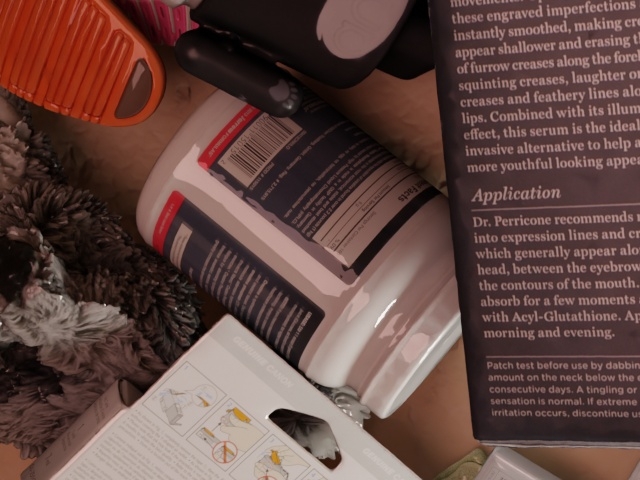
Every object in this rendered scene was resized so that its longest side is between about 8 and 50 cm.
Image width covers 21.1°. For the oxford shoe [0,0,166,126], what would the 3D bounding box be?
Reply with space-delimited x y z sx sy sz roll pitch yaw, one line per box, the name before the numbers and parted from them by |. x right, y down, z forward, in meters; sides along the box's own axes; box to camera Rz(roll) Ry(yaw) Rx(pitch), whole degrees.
oxford shoe | -0.264 -0.226 1.522 0.364 0.133 0.130 37 114 15

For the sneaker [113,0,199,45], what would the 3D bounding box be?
sneaker | -0.139 -0.211 1.521 0.170 0.075 0.063 12 127 43

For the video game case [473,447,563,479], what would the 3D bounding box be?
video game case | 0.203 0.313 1.495 0.227 0.026 0.206 31 117 6

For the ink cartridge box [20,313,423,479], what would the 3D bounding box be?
ink cartridge box | -0.075 0.210 1.468 0.239 0.060 0.275 -44 114 7

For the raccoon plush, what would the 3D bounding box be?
raccoon plush | -0.189 0.044 1.574 0.446 0.299 0.216 25 125 -27

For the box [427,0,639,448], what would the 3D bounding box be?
box | 0.231 -0.079 1.266 0.212 0.293 0.395 -2 102 23

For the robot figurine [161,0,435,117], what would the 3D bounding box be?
robot figurine | -0.017 -0.227 1.374 0.278 0.209 0.173 24 130 -14

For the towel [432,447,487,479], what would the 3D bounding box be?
towel | 0.150 0.268 1.534 0.148 0.027 0.110 48 116 5

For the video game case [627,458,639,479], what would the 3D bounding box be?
video game case | 0.322 0.260 1.465 0.157 0.019 0.143 30 113 12

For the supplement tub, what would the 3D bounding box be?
supplement tub | 0.000 0.000 1.438 0.272 0.191 0.191 39 114 10
